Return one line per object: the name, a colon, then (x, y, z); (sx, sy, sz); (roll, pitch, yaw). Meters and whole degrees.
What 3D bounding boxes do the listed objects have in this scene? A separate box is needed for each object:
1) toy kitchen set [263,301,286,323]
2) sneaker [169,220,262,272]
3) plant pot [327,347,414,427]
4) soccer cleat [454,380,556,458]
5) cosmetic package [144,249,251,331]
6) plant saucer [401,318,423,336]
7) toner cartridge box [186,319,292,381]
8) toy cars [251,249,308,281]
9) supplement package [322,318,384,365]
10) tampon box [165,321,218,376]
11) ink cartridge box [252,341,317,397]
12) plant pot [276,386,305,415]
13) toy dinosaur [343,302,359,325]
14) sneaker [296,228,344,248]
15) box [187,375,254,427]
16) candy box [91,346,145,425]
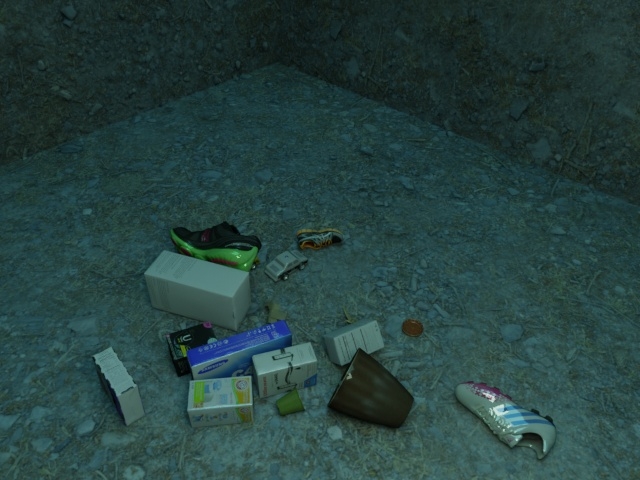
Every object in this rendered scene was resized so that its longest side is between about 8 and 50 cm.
toy kitchen set: (-0.182, 0.287, 2.039); (0.068, 0.075, 0.083); (23, 69, -32)
sneaker: (-0.430, 0.024, 2.160); (0.483, 0.185, 0.202); (14, 49, 34)
plant pot: (0.174, 0.496, 1.693); (0.230, 0.215, 0.215); (29, 45, 7)
soccer cleat: (0.577, 0.567, 1.670); (0.331, 0.116, 0.143); (22, 44, 21)
cosmetic package: (-0.462, 0.191, 2.007); (0.366, 0.196, 0.155); (14, 41, 11)
plant saucer: (0.353, 0.335, 2.011); (0.084, 0.013, 0.083); (2, 41, -2)
toner cartridge box: (-0.269, 0.398, 1.796); (0.348, 0.165, 0.075); (-16, 44, -19)
toy cars: (-0.246, 0.088, 2.219); (0.394, 0.087, 0.176); (0, 41, -2)
supplement package: (0.117, 0.359, 1.874); (0.179, 0.105, 0.105); (-18, 4, -22)
tampon box: (-0.446, 0.381, 1.854); (0.161, 0.101, 0.120); (-17, 45, -21)
ink cartridge box: (-0.120, 0.438, 1.767); (0.203, 0.148, 0.086); (-11, 44, -14)
plant pot: (-0.101, 0.534, 1.718); (0.079, 0.083, 0.083); (-22, 45, -9)
toy dinosaur: (0.124, 0.320, 2.005); (0.183, 0.053, 0.093); (40, 38, 27)
sneaker: (0.000, 0.000, 2.349); (0.215, 0.084, 0.083); (-2, 54, 1)
box: (-0.317, 0.519, 1.697); (0.203, 0.103, 0.114); (-3, 41, -6)
candy box: (-0.651, 0.469, 1.694); (0.070, 0.164, 0.196); (-26, 47, -32)
